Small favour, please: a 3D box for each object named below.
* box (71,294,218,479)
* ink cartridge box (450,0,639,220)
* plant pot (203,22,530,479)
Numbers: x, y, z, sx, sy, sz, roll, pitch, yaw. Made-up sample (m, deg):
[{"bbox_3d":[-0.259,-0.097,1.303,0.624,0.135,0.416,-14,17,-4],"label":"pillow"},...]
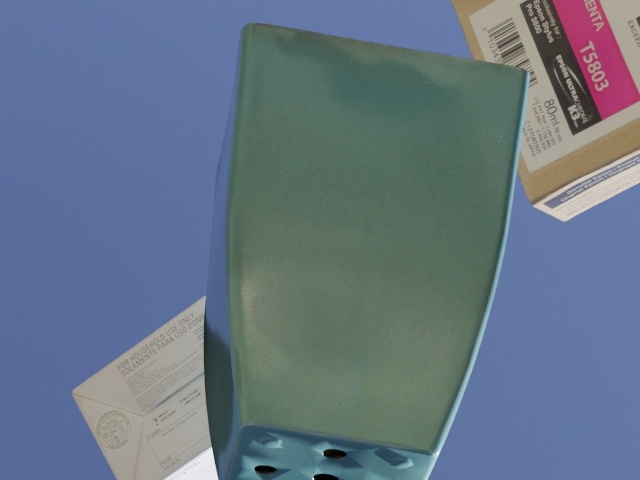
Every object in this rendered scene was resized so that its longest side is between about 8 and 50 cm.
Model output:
[{"bbox_3d":[-0.030,0.100,1.368,0.169,0.290,0.087,-36,-106,18],"label":"box"},{"bbox_3d":[0.252,-0.166,1.777,0.193,0.088,0.234,-29,-114,23],"label":"ink cartridge box"},{"bbox_3d":[0.016,0.031,1.077,0.166,0.165,0.234,9,-122,-4],"label":"plant pot"}]
